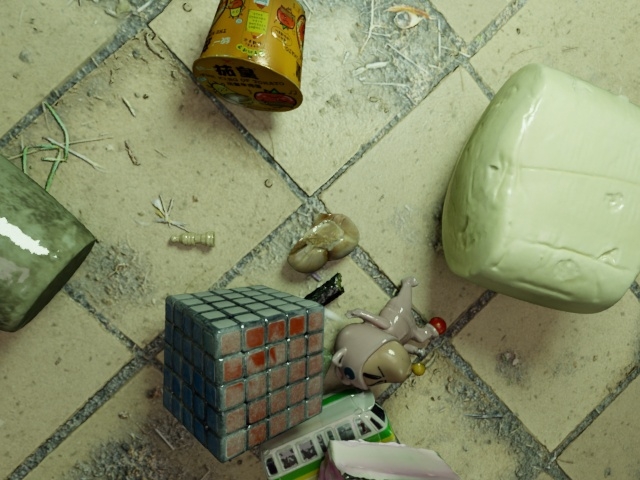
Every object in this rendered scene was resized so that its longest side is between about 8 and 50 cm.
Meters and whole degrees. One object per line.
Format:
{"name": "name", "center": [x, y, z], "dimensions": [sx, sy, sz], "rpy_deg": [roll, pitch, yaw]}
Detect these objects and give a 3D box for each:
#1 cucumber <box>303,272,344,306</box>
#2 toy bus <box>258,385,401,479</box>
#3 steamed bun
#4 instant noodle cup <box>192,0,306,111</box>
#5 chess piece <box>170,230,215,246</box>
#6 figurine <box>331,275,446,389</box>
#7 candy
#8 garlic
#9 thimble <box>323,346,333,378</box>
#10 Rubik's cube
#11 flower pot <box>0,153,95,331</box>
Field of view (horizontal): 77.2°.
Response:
{"name": "cucumber", "center": [-0.015, 0.144, 0.930], "dimensions": [0.182, 0.053, 0.053], "rpy_deg": [-36, 101, -2]}
{"name": "toy bus", "center": [0.015, 0.457, 0.924], "dimensions": [0.306, 0.143, 0.178], "rpy_deg": [-20, 99, -6]}
{"name": "steamed bun", "center": [0.465, -0.100, 0.868], "dimensions": [0.372, 0.290, 0.455], "rpy_deg": [18, 91, -6]}
{"name": "instant noodle cup", "center": [-0.123, -0.371, 0.777], "dimensions": [0.216, 0.216, 0.172], "rpy_deg": [12, 86, -11]}
{"name": "chess piece", "center": [-0.279, -0.003, 0.874], "dimensions": [0.092, 0.035, 0.035], "rpy_deg": [0, 97, -6]}
{"name": "figurine", "center": [0.159, 0.225, 0.912], "dimensions": [0.288, 0.186, 0.176], "rpy_deg": [-34, 130, -21]}
{"name": "candy", "center": [0.138, 0.487, 0.796], "dimensions": [0.265, 0.155, 0.115], "rpy_deg": [10, 88, -13]}
{"name": "garlic", "center": [0.002, 0.003, 0.899], "dimensions": [0.175, 0.099, 0.124], "rpy_deg": [-33, 120, -1]}
{"name": "thimble", "center": [-0.030, 0.271, 0.922], "dimensions": [0.110, 0.084, 0.062], "rpy_deg": [22, 92, -8]}
{"name": "Rubik's cube", "center": [-0.152, 0.227, 0.783], "dimensions": [0.238, 0.237, 0.237], "rpy_deg": [-4, 100, -43]}
{"name": "flower pot", "center": [-0.608, -0.015, 0.698], "dimensions": [0.330, 0.293, 0.293], "rpy_deg": [38, 89, -19]}
